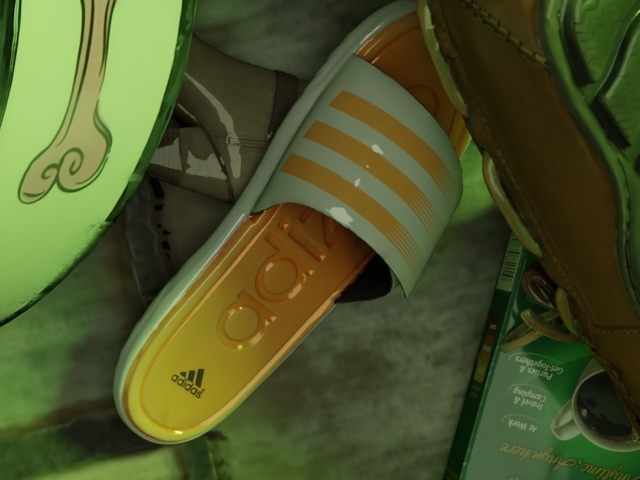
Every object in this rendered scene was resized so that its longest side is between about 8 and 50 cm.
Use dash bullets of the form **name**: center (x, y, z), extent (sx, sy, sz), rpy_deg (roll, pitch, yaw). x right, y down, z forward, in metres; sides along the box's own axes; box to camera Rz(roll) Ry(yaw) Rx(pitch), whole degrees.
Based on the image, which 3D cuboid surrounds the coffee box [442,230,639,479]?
- **coffee box**: center (0.136, 0.072, 0.847), extent (0.113, 0.040, 0.184), rpy_deg (14, 90, -10)

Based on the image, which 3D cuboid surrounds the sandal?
- **sandal**: center (0.006, 0.006, 0.794), extent (0.102, 0.076, 0.265), rpy_deg (36, 91, -37)

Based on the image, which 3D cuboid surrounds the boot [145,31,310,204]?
- **boot**: center (-0.046, -0.077, 0.818), extent (0.087, 0.042, 0.118), rpy_deg (0, 93, -15)

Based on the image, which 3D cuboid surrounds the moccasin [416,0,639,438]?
- **moccasin**: center (0.154, 0.006, 0.748), extent (0.139, 0.147, 0.380), rpy_deg (-47, 121, -12)

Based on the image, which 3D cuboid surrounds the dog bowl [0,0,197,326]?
- **dog bowl**: center (-0.263, -0.122, 0.632), extent (0.408, 0.150, 0.408), rpy_deg (5, 106, 20)
